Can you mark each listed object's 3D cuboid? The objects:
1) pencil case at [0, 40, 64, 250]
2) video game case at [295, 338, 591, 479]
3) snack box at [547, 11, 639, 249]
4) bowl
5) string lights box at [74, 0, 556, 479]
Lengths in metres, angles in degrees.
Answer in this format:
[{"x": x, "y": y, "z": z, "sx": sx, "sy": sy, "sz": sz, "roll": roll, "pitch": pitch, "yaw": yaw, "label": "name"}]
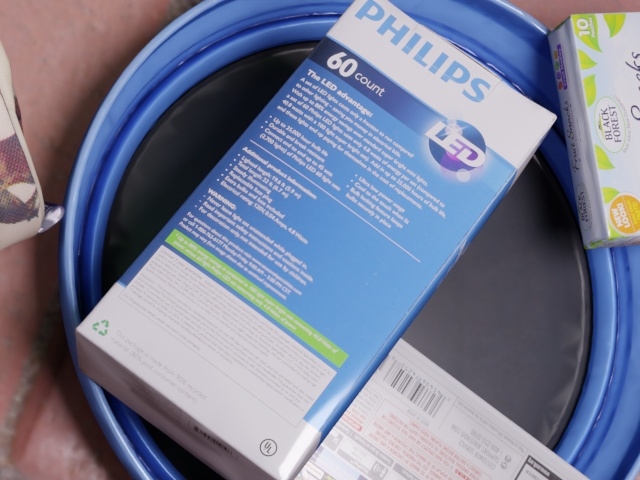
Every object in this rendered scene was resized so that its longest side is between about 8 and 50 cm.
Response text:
[{"x": -0.334, "y": 0.026, "z": 0.766, "sx": 0.410, "sy": 0.183, "sz": 0.160, "roll": -34, "pitch": 84, "yaw": -20, "label": "pencil case"}, {"x": 0.048, "y": 0.167, "z": 0.861, "sx": 0.201, "sy": 0.023, "sz": 0.183, "roll": 37, "pitch": 69, "yaw": -8, "label": "video game case"}, {"x": 0.203, "y": -0.070, "z": 0.957, "sx": 0.100, "sy": 0.037, "sz": 0.141, "roll": -5, "pitch": 79, "yaw": -18, "label": "snack box"}, {"x": 0.033, "y": 0.025, "z": 0.941, "sx": 0.391, "sy": 0.077, "sz": 0.391, "roll": 4, "pitch": 77, "yaw": -17, "label": "bowl"}, {"x": 0.000, "y": 0.000, "z": 0.839, "sx": 0.133, "sy": 0.077, "sz": 0.260, "roll": 36, "pitch": 68, "yaw": 7, "label": "string lights box"}]
